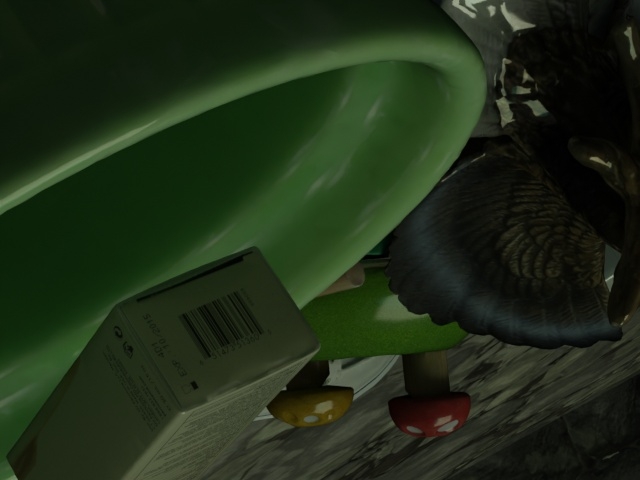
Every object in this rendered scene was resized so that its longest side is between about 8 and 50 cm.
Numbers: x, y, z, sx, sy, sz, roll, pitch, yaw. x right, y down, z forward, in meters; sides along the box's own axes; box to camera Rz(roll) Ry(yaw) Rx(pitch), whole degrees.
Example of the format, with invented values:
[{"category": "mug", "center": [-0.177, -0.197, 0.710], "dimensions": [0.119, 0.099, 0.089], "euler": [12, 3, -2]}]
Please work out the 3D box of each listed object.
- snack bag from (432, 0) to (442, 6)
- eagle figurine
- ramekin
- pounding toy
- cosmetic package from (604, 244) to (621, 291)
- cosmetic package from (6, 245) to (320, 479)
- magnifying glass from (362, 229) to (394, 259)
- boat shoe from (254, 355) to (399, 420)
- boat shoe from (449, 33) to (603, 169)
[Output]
[{"category": "snack bag", "center": [0.026, -0.102, 0.925], "dimensions": [0.323, 0.037, 0.342], "euler": [-38, 168, 24]}, {"category": "eagle figurine", "center": [0.149, -0.034, 0.985], "dimensions": [0.226, 0.225, 0.298], "euler": [-1, -173, -5]}, {"category": "ramekin", "center": [-0.112, -0.029, 0.627], "dimensions": [0.303, 0.148, 0.303], "euler": [-31, 167, -8]}, {"category": "pounding toy", "center": [0.013, 0.069, 1.182], "dimensions": [0.183, 0.110, 0.237], "euler": [-6, 177, 33]}, {"category": "cosmetic package", "center": [0.235, -0.054, 1.387], "dimensions": [0.231, 0.117, 0.085], "euler": [-36, 168, 9]}, {"category": "cosmetic package", "center": [-0.054, 0.053, 0.634], "dimensions": [0.060, 0.041, 0.115], "euler": [-23, 164, -38]}, {"category": "magnifying glass", "center": [0.000, 0.000, 1.093], "dimensions": [0.092, 0.026, 0.231], "euler": [-2, 176, 1]}, {"category": "boat shoe", "center": [-0.021, 0.082, 1.356], "dimensions": [0.226, 0.083, 0.076], "euler": [-22, 164, -34]}, {"category": "boat shoe", "center": [0.101, -0.059, 1.177], "dimensions": [0.178, 0.064, 0.060], "euler": [-31, 166, -13]}]
